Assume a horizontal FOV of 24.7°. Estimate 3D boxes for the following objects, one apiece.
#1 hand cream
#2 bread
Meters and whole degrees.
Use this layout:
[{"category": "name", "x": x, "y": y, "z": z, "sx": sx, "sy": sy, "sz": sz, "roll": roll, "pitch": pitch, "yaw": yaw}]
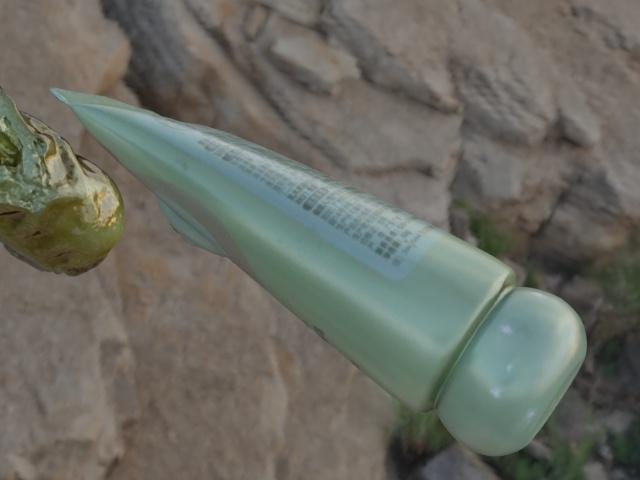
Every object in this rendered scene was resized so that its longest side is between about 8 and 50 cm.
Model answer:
[{"category": "hand cream", "x": 0.000, "y": 0.000, "z": 0.794, "sx": 0.306, "sy": 0.093, "sz": 0.147, "roll": 35, "pitch": 10, "yaw": 14}, {"category": "bread", "x": -0.135, "y": -0.025, "z": 0.658, "sx": 0.110, "sy": 0.066, "sz": 0.060, "roll": 43, "pitch": 45, "yaw": -38}]
